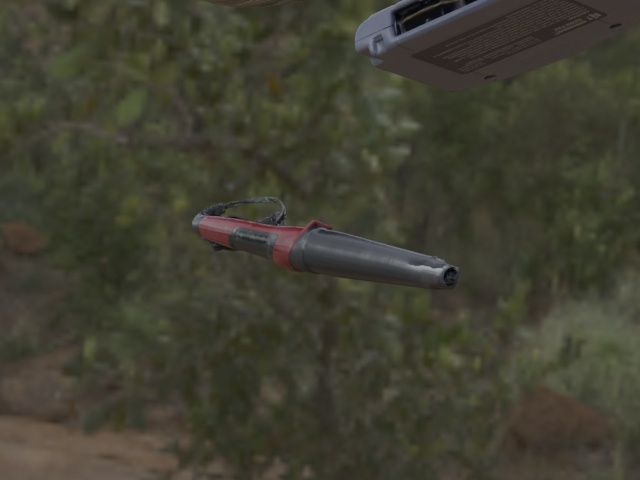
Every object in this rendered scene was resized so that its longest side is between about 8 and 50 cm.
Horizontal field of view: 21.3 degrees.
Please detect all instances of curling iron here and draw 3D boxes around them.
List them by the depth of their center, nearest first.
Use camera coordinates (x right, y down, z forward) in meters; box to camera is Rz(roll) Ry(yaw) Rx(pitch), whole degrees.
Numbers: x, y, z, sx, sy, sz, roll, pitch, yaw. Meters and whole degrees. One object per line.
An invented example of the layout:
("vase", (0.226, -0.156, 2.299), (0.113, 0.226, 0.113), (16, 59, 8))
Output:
("curling iron", (0.000, 0.000, 1.107), (0.068, 0.035, 0.274), (-17, 15, -29))

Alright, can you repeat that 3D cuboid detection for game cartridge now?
("game cartridge", (0.208, -0.241, 1.850), (0.294, 0.060, 0.196), (-19, -26, 39))

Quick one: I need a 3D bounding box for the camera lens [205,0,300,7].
("camera lens", (-0.114, -0.329, 1.544), (0.219, 0.219, 0.274), (14, 8, 40))
